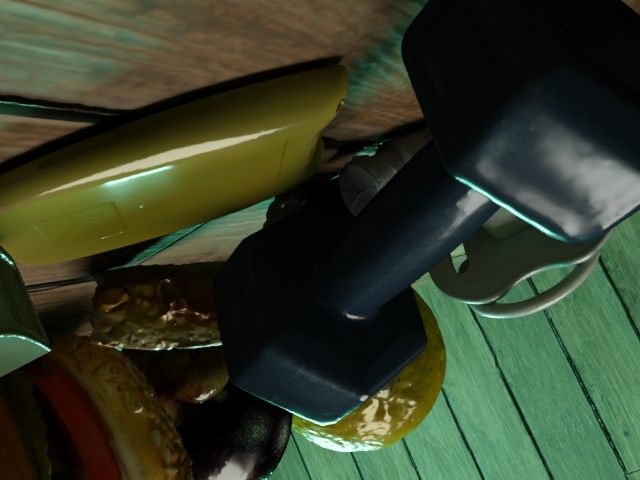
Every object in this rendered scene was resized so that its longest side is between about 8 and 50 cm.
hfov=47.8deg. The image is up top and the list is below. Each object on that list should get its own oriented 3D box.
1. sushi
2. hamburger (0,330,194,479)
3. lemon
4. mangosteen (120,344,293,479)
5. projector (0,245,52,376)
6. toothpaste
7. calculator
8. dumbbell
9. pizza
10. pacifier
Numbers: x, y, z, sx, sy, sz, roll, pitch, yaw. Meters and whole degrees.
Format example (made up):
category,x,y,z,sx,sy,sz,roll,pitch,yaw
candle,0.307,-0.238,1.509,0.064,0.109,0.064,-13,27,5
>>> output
category,x,y,z,sx,sy,sz,roll,pitch,yaw
sushi,0.000,-0.001,0.645,0.084,0.094,0.098,-14,149,-46
hamburger,-0.276,0.259,0.713,0.250,0.330,0.330,-6,161,-40
lemon,0.053,0.193,1.211,0.336,0.336,0.336,-23,170,-4
mangosteen,-0.177,0.236,1.019,0.288,0.288,0.288,-23,170,-4
projector,-0.230,0.031,0.271,0.193,0.088,0.269,-26,167,7
toothpaste,0.119,-0.085,0.643,0.234,0.057,0.089,-28,170,-31
calculator,-0.095,-0.034,0.438,0.236,0.033,0.157,-20,170,-11
dumbbell,0.057,-0.011,0.442,0.160,0.144,0.325,-32,170,-45
pizza,-0.126,0.049,0.574,0.182,0.063,0.161,3,-165,24
pacifier,0.243,-0.033,0.944,0.279,0.227,0.207,-29,129,23
